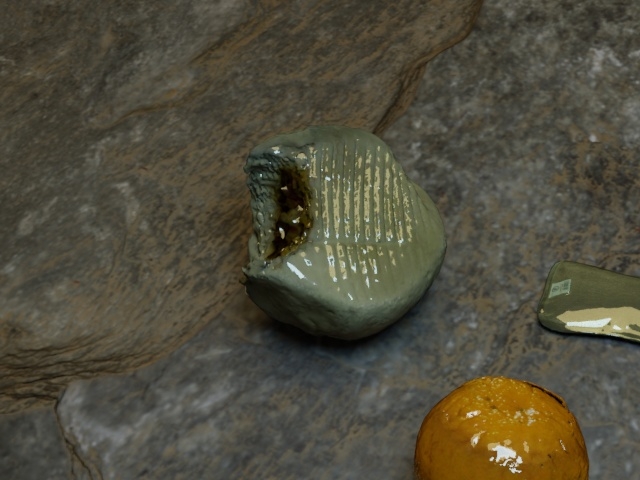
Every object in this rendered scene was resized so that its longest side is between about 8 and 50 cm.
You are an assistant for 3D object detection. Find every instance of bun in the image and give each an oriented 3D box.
[{"bbox_3d":[0.014,-0.001,1.966,0.281,0.205,0.281,8,68,-22],"label":"bun"}]

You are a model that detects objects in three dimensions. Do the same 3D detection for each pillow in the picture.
[{"bbox_3d":[0.382,0.081,1.965,0.217,0.033,0.130,10,47,15],"label":"pillow"}]

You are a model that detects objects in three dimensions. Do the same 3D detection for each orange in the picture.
[{"bbox_3d":[0.193,0.242,1.716,0.193,0.161,0.193,3,32,-2],"label":"orange"}]
